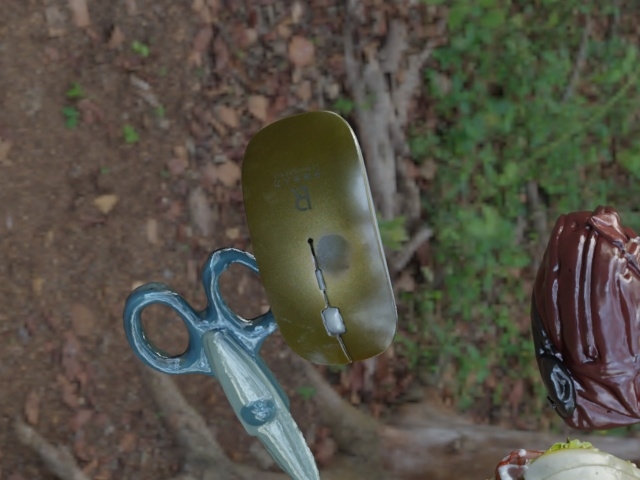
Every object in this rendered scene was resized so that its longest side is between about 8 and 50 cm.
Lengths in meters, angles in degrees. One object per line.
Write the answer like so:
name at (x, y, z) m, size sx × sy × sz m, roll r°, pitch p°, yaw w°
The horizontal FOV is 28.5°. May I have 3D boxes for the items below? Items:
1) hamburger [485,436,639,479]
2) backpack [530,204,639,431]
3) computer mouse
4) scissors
hamburger at (0.193, 0.242, 0.933) m, size 0.210 × 0.116 × 0.173 m, roll 26°, pitch 89°, yaw -33°
backpack at (0.287, 0.071, 1.274) m, size 0.229 × 0.139 × 0.229 m, roll -9°, pitch 90°, yaw -70°
computer mouse at (-0.001, 0.000, 0.977) m, size 0.045 × 0.102 × 0.199 m, roll -16°, pitch 94°, yaw -70°
scissors at (-0.060, 0.134, 1.105) m, size 0.289 × 0.138 × 0.041 m, roll 62°, pitch 4°, yaw -29°
